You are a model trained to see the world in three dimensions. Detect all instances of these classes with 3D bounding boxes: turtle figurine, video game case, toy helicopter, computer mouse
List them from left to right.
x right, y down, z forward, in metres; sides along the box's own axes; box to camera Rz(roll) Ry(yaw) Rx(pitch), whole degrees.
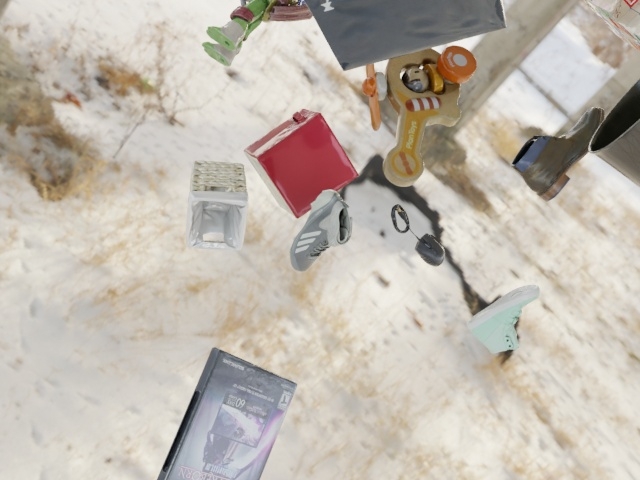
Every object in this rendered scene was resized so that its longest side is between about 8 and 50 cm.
[{"bbox_3d":[-0.155,0.331,1.298,0.026,0.274,0.196,9,-17,44],"label":"video game case"},{"bbox_3d":[-0.164,-0.517,1.656,0.198,0.266,0.274,16,-24,48],"label":"turtle figurine"},{"bbox_3d":[0.182,-0.276,1.697,0.235,0.140,0.355,18,62,-9],"label":"toy helicopter"},{"bbox_3d":[0.265,-0.010,2.146,0.242,0.071,0.041,43,-13,-33],"label":"computer mouse"}]

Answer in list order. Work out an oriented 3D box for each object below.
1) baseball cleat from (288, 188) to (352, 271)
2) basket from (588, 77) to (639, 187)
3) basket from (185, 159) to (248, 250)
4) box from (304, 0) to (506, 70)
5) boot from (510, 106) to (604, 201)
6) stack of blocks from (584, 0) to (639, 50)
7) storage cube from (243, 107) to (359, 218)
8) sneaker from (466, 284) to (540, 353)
[{"bbox_3d":[0.000,0.000,1.623,0.072,0.206,0.109,-9,42,-37],"label":"baseball cleat"},{"bbox_3d":[0.458,-0.094,0.941,0.227,0.154,0.204,43,54,-1],"label":"basket"},{"bbox_3d":[-0.201,-0.068,1.553,0.113,0.167,0.103,3,56,-10],"label":"basket"},{"bbox_3d":[0.130,-0.533,1.356,0.212,0.294,0.395,51,32,-58],"label":"box"},{"bbox_3d":[0.476,-0.196,1.608,0.106,0.219,0.082,34,-4,-11],"label":"boot"},{"bbox_3d":[0.739,-0.521,1.878,0.171,0.087,0.297,35,21,-26],"label":"stack of blocks"},{"bbox_3d":[-0.053,-0.197,2.010,0.215,0.193,0.184,56,-6,-20],"label":"storage cube"},{"bbox_3d":[0.599,0.249,2.482,0.151,0.256,0.094,52,25,-3],"label":"sneaker"}]
